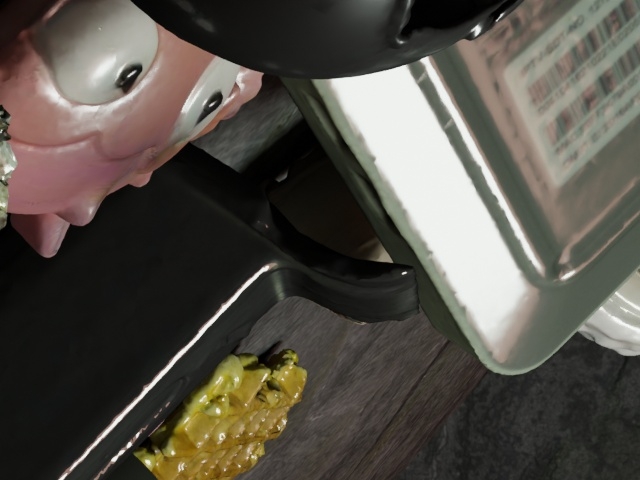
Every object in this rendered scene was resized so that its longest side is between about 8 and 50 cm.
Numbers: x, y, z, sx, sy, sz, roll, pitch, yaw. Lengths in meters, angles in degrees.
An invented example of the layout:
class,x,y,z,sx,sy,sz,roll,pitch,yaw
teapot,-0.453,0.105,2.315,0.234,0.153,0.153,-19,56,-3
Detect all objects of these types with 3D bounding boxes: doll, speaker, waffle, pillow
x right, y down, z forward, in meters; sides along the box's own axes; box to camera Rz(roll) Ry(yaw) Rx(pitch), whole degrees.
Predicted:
class,x,y,z,sx,sy,sz,roll,pitch,yaw
doll,-0.101,-0.078,0.962,0.211,0.093,0.262,-47,163,16
speaker,-0.141,0.100,1.187,0.388,0.184,0.180,-44,168,-5
waffle,-0.118,0.202,1.869,0.281,0.058,0.301,-44,167,-11
pillow,0.060,-0.050,1.462,0.270,0.173,0.067,-40,131,-24

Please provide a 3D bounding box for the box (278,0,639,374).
class,x,y,z,sx,sy,sz,roll,pitch,yaw
box,0.158,-0.146,1.202,0.367,0.090,0.373,-45,132,-13

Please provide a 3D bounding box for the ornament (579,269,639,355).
class,x,y,z,sx,sy,sz,roll,pitch,yaw
ornament,0.294,-0.077,1.750,0.337,0.337,0.337,-44,167,-13

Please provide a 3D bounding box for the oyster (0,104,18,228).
class,x,y,z,sx,sy,sz,roll,pitch,yaw
oyster,-0.195,-0.018,0.846,0.177,0.125,0.064,104,-10,-49

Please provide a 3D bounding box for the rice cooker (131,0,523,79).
class,x,y,z,sx,sy,sz,roll,pitch,yaw
rice cooker,0.005,-0.189,0.673,0.267,0.224,0.267,-46,168,-12

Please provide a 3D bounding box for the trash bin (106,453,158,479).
class,x,y,z,sx,sy,sz,roll,pitch,yaw
trash bin,-0.251,0.285,1.347,0.334,0.214,0.214,-40,167,-44
